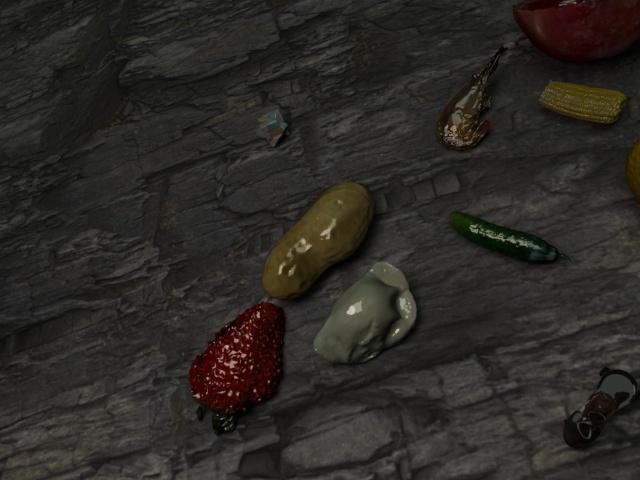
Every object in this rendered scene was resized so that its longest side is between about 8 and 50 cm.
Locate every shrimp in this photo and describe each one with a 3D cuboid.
[{"bbox_3d":[0.371,-0.318,1.248,0.117,0.066,0.262,40,94,17],"label":"shrimp"}]

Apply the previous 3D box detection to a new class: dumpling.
[{"bbox_3d":[0.094,0.157,1.055,0.151,0.124,0.229,45,87,-4],"label":"dumpling"}]

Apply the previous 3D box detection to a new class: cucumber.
[{"bbox_3d":[0.365,-0.001,1.074,0.250,0.056,0.056,23,71,31],"label":"cucumber"}]

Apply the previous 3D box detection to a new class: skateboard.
[{"bbox_3d":[0.452,0.273,0.875,0.067,0.080,0.151,40,82,26],"label":"skateboard"}]

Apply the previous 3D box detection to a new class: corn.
[{"bbox_3d":[0.564,-0.300,1.169,0.165,0.063,0.085,27,82,31],"label":"corn"}]

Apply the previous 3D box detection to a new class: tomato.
[{"bbox_3d":[0.592,-0.481,1.202,0.308,0.170,0.309,-17,22,7],"label":"tomato"}]

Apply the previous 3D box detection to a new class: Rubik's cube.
[{"bbox_3d":[-0.122,-0.285,1.389,0.084,0.075,0.073,-39,39,12],"label":"Rubik's cube"}]

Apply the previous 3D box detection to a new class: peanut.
[{"bbox_3d":[0.000,0.000,1.151,0.319,0.147,0.147,-45,58,-12],"label":"peanut"}]

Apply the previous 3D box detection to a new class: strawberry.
[{"bbox_3d":[-0.172,0.241,1.093,0.188,0.106,0.286,13,66,23],"label":"strawberry"}]

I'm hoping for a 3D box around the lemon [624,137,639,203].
[{"bbox_3d":[0.655,-0.134,0.957,0.192,0.231,0.192,8,55,-12],"label":"lemon"}]
